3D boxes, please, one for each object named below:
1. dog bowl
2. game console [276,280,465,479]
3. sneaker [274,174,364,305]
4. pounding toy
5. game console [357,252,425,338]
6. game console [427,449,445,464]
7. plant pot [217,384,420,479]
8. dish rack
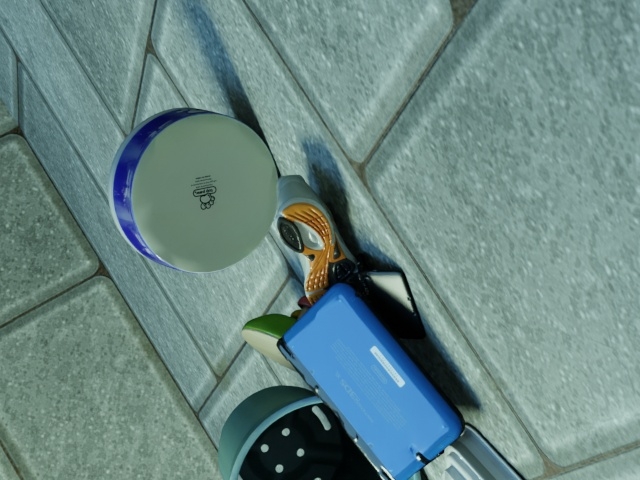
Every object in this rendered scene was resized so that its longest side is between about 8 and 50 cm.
[{"bbox_3d":[-0.204,-0.081,2.146,0.104,0.265,0.265,17,134,61],"label":"dog bowl"},{"bbox_3d":[0.085,0.224,2.062,0.293,0.173,0.250,50,121,10],"label":"game console"},{"bbox_3d":[0.000,0.000,2.052,0.121,0.099,0.262,-101,-8,-46],"label":"sneaker"},{"bbox_3d":[-0.016,0.171,2.330,0.237,0.110,0.183,37,161,-30],"label":"pounding toy"},{"bbox_3d":[0.106,0.083,1.991,0.107,0.071,0.122,-90,-19,-65],"label":"game console"},{"bbox_3d":[0.128,0.301,2.126,0.124,0.085,0.144,-42,75,31],"label":"game console"},{"bbox_3d":[-0.032,0.415,2.388,0.341,0.341,0.334,64,169,-11],"label":"plant pot"},{"bbox_3d":[0.289,0.463,1.997,0.333,0.072,0.286,47,158,36],"label":"dish rack"}]
